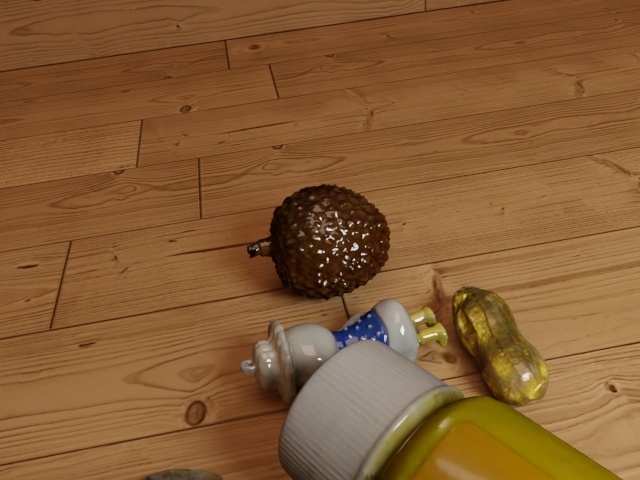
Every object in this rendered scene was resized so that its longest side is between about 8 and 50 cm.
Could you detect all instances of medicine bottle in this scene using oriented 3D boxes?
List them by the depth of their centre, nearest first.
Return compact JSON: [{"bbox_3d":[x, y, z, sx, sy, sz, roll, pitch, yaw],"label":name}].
[{"bbox_3d":[0.150,0.271,0.621,0.224,0.224,0.384,-33,46,-31],"label":"medicine bottle"}]

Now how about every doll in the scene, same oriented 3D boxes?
[{"bbox_3d":[0.032,0.151,0.892,0.294,0.119,0.138,-10,29,-14],"label":"doll"}]

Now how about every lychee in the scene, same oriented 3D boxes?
[{"bbox_3d":[0.000,0.000,1.023,0.239,0.200,0.200,-3,36,-14],"label":"lychee"}]

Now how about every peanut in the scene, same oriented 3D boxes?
[{"bbox_3d":[0.247,0.143,0.889,0.087,0.087,0.206,-13,40,-9],"label":"peanut"}]

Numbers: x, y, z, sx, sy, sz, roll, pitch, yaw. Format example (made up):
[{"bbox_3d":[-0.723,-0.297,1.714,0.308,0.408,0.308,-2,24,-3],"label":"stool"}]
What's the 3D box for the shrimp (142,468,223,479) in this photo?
[{"bbox_3d":[-0.163,0.345,0.727,0.148,0.035,0.195,-4,36,-2],"label":"shrimp"}]
